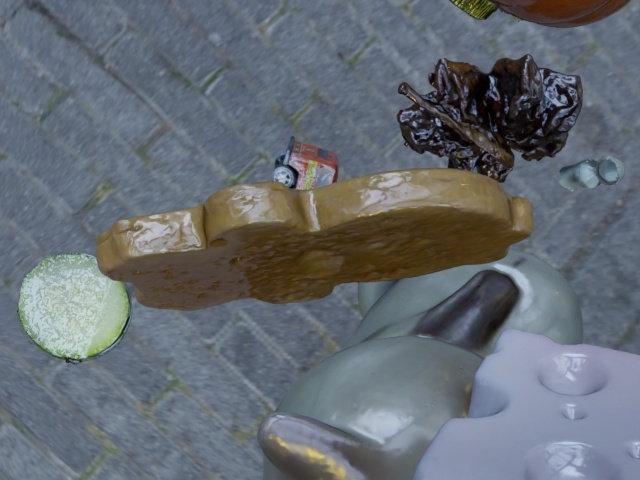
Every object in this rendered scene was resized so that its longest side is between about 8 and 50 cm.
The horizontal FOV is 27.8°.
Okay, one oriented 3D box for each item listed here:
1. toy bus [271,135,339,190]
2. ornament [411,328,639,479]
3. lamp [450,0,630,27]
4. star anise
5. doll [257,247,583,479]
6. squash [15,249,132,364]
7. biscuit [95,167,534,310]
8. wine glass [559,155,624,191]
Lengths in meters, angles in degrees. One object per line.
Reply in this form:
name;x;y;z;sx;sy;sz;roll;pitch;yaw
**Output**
toy bus;-0.029;-0.026;1.491;0.077;0.079;0.174;13;107;-3
ornament;0.167;0.225;0.672;0.240;0.240;0.239;-47;141;-50
lamp;0.168;-0.268;1.012;0.223;0.223;0.196;37;114;-11
star anise;0.205;-0.136;1.545;0.220;0.190;0.126;-10;70;2
doll;0.094;0.141;1.010;0.226;0.370;0.215;8;115;15
squash;-0.342;0.081;1.642;0.137;0.287;0.137;1;88;-25
biscuit;-0.004;-0.002;0.564;0.184;0.133;0.027;-14;70;18
wine glass;0.320;-0.078;1.535;0.042;0.083;0.039;-29;97;-23
